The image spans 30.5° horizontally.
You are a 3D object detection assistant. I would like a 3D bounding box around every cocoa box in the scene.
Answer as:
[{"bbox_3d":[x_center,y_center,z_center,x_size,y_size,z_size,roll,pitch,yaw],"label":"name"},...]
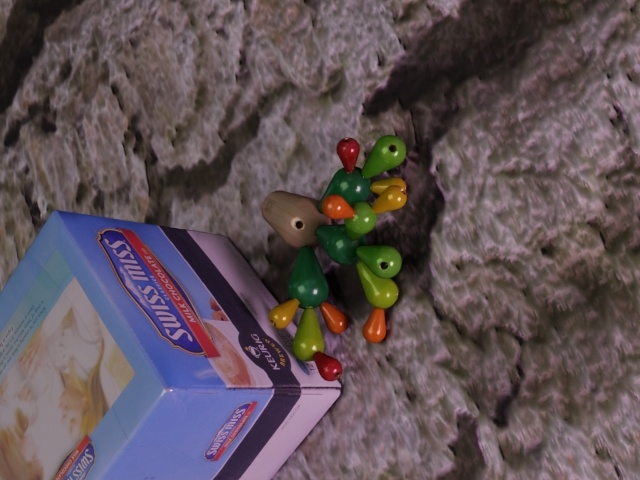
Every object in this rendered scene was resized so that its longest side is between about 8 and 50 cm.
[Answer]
[{"bbox_3d":[-0.202,0.180,1.109,0.347,0.228,0.231,-53,55,21],"label":"cocoa box"}]

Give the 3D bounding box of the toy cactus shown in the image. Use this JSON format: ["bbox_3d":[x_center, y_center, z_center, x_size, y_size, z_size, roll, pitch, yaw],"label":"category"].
[{"bbox_3d":[0.000,0.000,1.063,0.180,0.112,0.219,29,111,49],"label":"toy cactus"}]
